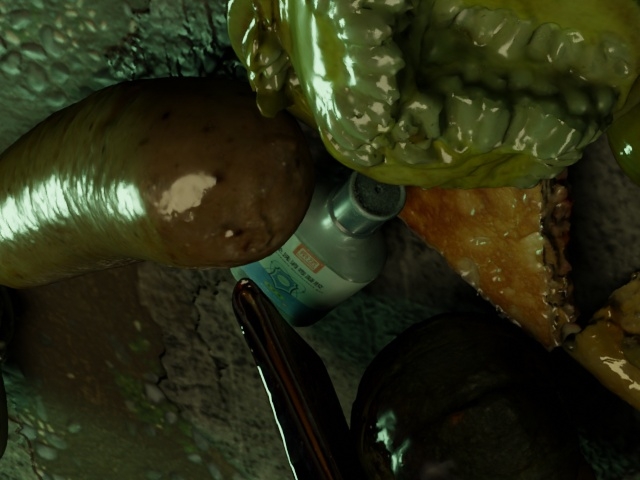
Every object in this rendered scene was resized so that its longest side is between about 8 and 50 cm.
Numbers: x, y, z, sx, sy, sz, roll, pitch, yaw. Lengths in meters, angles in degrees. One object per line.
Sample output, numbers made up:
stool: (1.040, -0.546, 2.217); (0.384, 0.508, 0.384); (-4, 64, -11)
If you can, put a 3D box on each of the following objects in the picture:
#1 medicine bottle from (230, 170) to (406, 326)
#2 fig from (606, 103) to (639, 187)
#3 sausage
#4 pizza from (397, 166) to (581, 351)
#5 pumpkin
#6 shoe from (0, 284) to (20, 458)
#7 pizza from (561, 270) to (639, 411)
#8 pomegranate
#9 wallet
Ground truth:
medicine bottle: (0.000, 0.000, 1.227); (0.090, 0.054, 0.208); (45, 152, -2)
fig: (0.208, -0.066, 1.059); (0.088, 0.074, 0.074); (37, 140, 32)
sausage: (-0.139, -0.037, 1.201); (0.123, 0.136, 0.501); (21, 168, -24)
pizza: (0.116, -0.020, 1.155); (0.201, 0.053, 0.193); (-2, 118, 52)
pumpkin: (0.111, 0.167, 1.201); (0.159, 0.238, 0.238); (-24, 116, -3)
shoe: (-0.306, 0.081, 1.495); (0.098, 0.103, 0.275); (0, 127, 17)
pizza: (0.327, 0.097, 1.107); (0.268, 0.087, 0.258); (42, 139, -6)
pomegranate: (0.107, -0.142, 0.952); (0.340, 0.260, 0.260); (10, 137, -13)
wallet: (-0.004, 0.136, 1.236); (0.042, 0.195, 0.161); (-21, 156, 1)
